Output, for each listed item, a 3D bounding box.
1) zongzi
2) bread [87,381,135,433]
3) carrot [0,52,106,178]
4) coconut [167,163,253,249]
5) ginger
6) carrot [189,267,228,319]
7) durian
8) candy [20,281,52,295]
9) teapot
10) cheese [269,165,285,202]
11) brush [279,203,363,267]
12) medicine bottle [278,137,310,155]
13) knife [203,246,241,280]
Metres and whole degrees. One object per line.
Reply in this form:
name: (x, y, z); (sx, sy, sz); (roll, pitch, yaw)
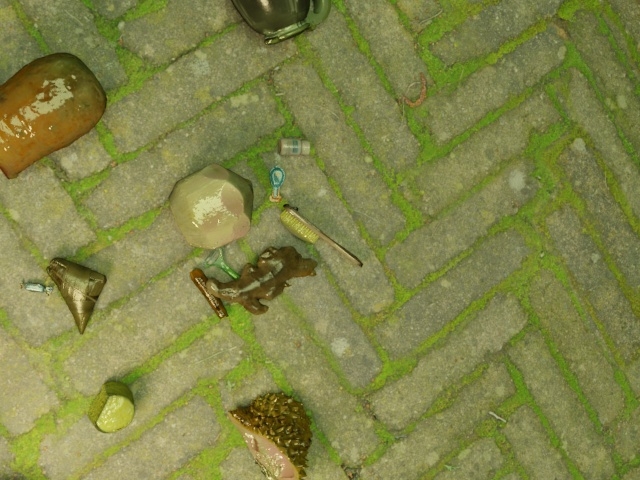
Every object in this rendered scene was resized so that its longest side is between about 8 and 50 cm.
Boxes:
zongzi: (-0.685, 0.147, 1.764); (0.160, 0.078, 0.176); (24, 91, -9)
bread: (-0.564, 0.461, 1.774); (0.111, 0.114, 0.129); (23, 86, -22)
carrot: (-0.730, -0.328, 1.676); (0.341, 0.224, 0.224); (-40, 100, -14)
coconut: (-0.289, -0.096, 1.809); (0.231, 0.227, 0.227); (-24, 96, -5)
ginger: (-0.155, 0.115, 1.906); (0.333, 0.080, 0.166); (-29, 92, -25)
carrot: (-0.322, 0.157, 1.888); (0.042, 0.042, 0.170); (-33, 100, -15)
durian: (-0.109, 0.563, 1.921); (0.196, 0.185, 0.305); (-37, 92, -37)
candy: (-0.771, 0.131, 1.762); (0.083, 0.020, 0.030); (10, 85, -16)
teapot: (-0.120, -0.707, 1.901); (0.240, 0.321, 0.239); (-12, 113, 22)
cheese: (-0.132, -0.170, 1.959); (0.047, 0.017, 0.111); (5, 88, -13)
brush: (-0.001, 0.001, 1.981); (0.313, 0.072, 0.067); (36, 102, -16)
medicine bottle: (-0.079, -0.281, 1.958); (0.089, 0.052, 0.052); (0, 89, -17)
knife: (-0.262, 0.090, 1.913); (0.166, 0.023, 0.078); (43, 78, -18)
